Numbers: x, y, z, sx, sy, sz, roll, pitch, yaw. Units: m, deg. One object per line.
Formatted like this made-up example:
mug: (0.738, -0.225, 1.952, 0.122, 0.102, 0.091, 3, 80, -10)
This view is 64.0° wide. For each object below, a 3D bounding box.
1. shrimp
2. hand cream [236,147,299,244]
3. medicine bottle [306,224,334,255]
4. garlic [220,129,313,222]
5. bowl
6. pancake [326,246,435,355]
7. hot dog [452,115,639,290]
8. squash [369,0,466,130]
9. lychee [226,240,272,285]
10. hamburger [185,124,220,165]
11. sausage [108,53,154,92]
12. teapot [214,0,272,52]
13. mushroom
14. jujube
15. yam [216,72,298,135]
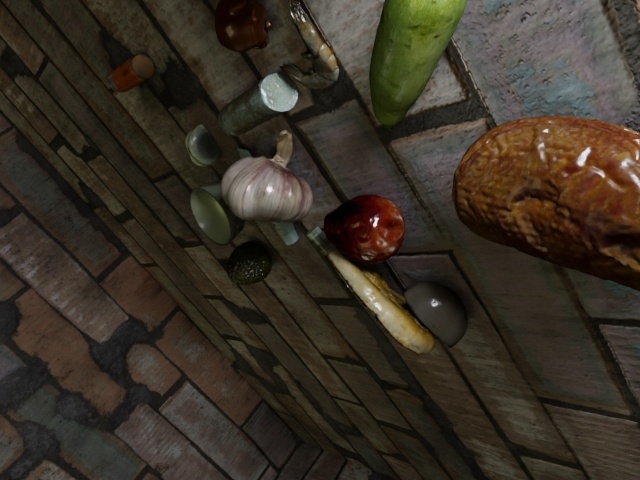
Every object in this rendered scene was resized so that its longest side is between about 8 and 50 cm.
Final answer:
shrimp: (-0.046, -0.397, 1.060, 0.147, 0.035, 0.195, 4, 136, 51)
hand cream: (-0.152, -0.131, 1.527, 0.085, 0.058, 0.331, 29, 149, 57)
medicine bottle: (0.000, 0.000, 1.519, 0.083, 0.047, 0.047, 48, 150, -13)
garlic: (-0.125, -0.168, 1.329, 0.245, 0.245, 0.253, 27, 112, 24)
bowl: (-0.320, -0.098, 1.680, 0.211, 0.112, 0.212, 30, 138, 32)
pancake: (0.162, 0.148, 1.358, 0.387, 0.082, 0.387, 44, -175, -5)
hot dog: (0.404, -0.060, 0.843, 0.387, 0.174, 0.267, 25, 146, 44)
squash: (0.141, -0.312, 0.868, 0.118, 0.118, 0.371, 37, 154, 8)
lychee: (-0.255, 0.088, 1.822, 0.171, 0.171, 0.171, 30, 149, 20)
hamburger: (-0.358, -0.274, 1.539, 0.054, 0.084, 0.121, 0, 133, 48)
sausage: (-0.573, -0.488, 1.522, 0.234, 0.071, 0.071, 1, 131, 49)
teapot: (-0.150, -0.444, 1.058, 0.116, 0.116, 0.173, 34, 177, 13)
mushroom: (0.311, 0.181, 1.326, 0.117, 0.141, 0.188, -39, 95, 27)
jujube: (0.097, -0.029, 1.253, 0.236, 0.168, 0.168, 7, 136, 52)
yam: (-0.162, -0.320, 1.240, 0.093, 0.093, 0.259, 53, 150, -19)
